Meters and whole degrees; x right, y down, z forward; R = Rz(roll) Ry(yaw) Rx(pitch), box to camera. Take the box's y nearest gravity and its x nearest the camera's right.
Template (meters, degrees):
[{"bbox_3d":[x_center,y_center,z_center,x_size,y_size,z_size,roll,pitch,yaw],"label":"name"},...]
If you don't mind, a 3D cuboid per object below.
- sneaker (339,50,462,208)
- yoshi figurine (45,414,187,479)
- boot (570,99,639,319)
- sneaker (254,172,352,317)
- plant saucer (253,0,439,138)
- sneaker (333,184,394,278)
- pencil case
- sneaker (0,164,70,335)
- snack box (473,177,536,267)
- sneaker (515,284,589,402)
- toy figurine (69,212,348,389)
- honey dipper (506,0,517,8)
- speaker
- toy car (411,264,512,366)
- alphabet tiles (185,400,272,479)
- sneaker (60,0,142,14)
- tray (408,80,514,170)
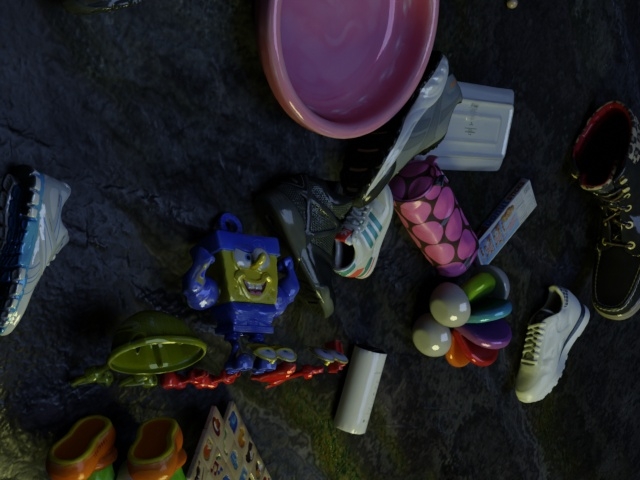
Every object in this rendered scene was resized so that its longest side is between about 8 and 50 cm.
[{"bbox_3d":[0.128,-0.151,1.560,0.108,0.100,0.272,46,69,-31],"label":"sneaker"},{"bbox_3d":[-0.237,0.410,1.330,0.203,0.203,0.362,-21,122,-29],"label":"yoshi figurine"},{"bbox_3d":[0.574,-0.060,2.057,0.284,0.138,0.378,34,74,-49],"label":"boot"},{"bbox_3d":[0.000,0.000,1.500,0.130,0.087,0.228,-37,123,-25],"label":"sneaker"},{"bbox_3d":[0.028,-0.306,1.422,0.332,0.084,0.332,-19,117,-43],"label":"plant saucer"},{"bbox_3d":[0.058,-0.020,1.577,0.075,0.057,0.161,2,105,-53],"label":"sneaker"},{"bbox_3d":[0.186,-0.037,1.686,0.098,0.095,0.209,-55,139,-21],"label":"pencil case"},{"bbox_3d":[-0.320,0.016,1.180,0.083,0.071,0.191,13,95,-54],"label":"sneaker"},{"bbox_3d":[0.324,-0.030,1.886,0.178,0.022,0.064,-47,134,-25],"label":"snack box"},{"bbox_3d":[0.428,0.200,2.049,0.095,0.090,0.235,39,70,-34],"label":"sneaker"},{"bbox_3d":[-0.143,0.070,1.376,0.362,0.191,0.217,8,68,-41],"label":"toy figurine"},{"bbox_3d":[0.306,-0.452,1.711,0.030,0.030,0.161,-32,129,-36],"label":"honey dipper"},{"bbox_3d":[0.063,0.234,1.677,0.055,0.055,0.136,10,97,-48],"label":"speaker"},{"bbox_3d":[0.253,0.138,1.762,0.159,0.136,0.182,-19,146,-41],"label":"toy car"},{"bbox_3d":[-0.127,0.349,1.471,0.198,0.009,0.237,-72,152,-44],"label":"alphabet tiles"},{"bbox_3d":[-0.197,-0.353,1.163,0.286,0.109,0.130,-54,130,-32],"label":"sneaker"},{"bbox_3d":[0.237,-0.184,1.731,0.270,0.030,0.145,-2,104,-47],"label":"tray"}]
